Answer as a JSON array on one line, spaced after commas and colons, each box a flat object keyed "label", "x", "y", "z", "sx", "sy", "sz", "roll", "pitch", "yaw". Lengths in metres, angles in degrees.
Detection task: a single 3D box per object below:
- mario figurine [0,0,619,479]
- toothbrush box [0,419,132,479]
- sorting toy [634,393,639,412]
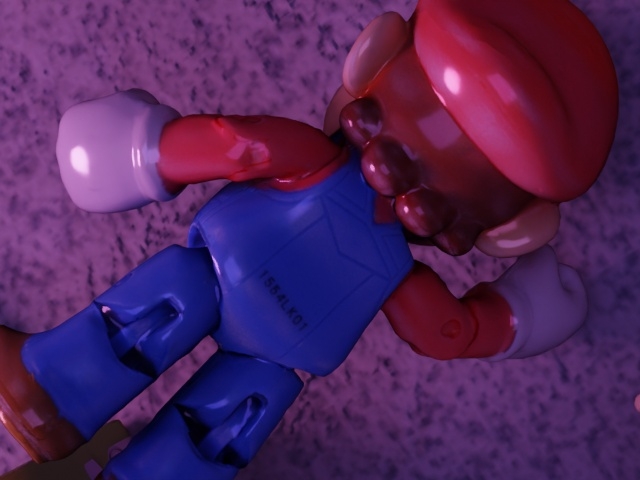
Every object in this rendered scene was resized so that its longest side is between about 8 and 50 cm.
[{"label": "mario figurine", "x": 0.000, "y": 0.000, "z": 0.867, "sx": 0.320, "sy": 0.198, "sz": 0.170, "roll": -40, "pitch": 51, "yaw": -6}, {"label": "toothbrush box", "x": -0.126, "y": 0.215, "z": 0.835, "sx": 0.122, "sy": 0.283, "sz": 0.206, "roll": -33, "pitch": 87, "yaw": 11}, {"label": "sorting toy", "x": 0.175, "y": 0.163, "z": 0.751, "sx": 0.047, "sy": 0.348, "sz": 0.196, "roll": -26, "pitch": 69, "yaw": 12}]
